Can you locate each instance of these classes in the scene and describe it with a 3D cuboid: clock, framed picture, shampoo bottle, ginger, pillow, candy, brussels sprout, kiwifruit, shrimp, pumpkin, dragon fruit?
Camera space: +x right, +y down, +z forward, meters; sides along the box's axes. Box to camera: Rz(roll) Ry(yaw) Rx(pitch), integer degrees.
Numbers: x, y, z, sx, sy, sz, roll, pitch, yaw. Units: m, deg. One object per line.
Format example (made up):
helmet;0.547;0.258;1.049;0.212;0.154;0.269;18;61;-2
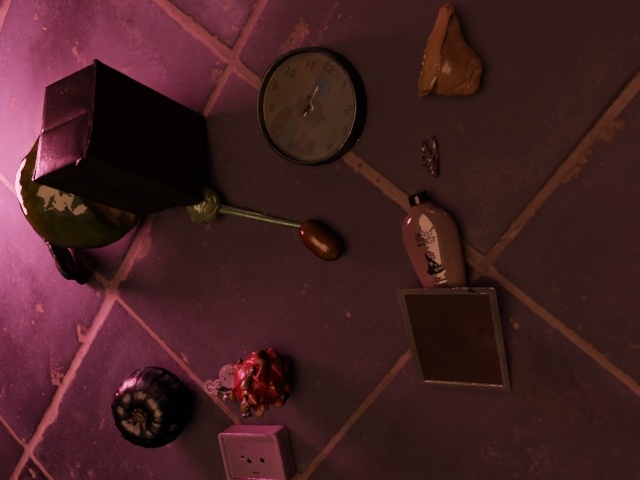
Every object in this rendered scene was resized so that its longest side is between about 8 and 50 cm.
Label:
clock;-0.174;0.587;1.611;0.197;0.063;0.150;-9;95;28
framed picture;0.294;0.216;1.292;0.216;0.016;0.273;-2;117;27
shampoo bottle;0.249;0.016;1.288;0.127;0.078;0.257;-17;92;32
ginger;0.278;-0.388;1.207;0.122;0.115;0.193;10;96;3
clock;-0.027;-0.314;1.385;0.280;0.055;0.281;5;102;26
pillow;-0.763;0.042;1.737;0.034;0.255;0.189;-31;88;-14
candy;-0.193;-0.069;1.512;0.335;0.093;0.092;12;147;16
brussels sprout;-0.663;-0.161;1.609;0.314;0.276;0.372;0;98;23
kiwifruit;0.000;0.000;1.414;0.124;0.075;0.075;43;115;9
shrimp;0.239;-0.183;1.291;0.038;0.029;0.092;0;93;35
clock;-0.265;0.399;1.637;0.129;0.041;0.087;-33;80;23
pumpkin;-0.488;0.481;1.694;0.233;0.163;0.233;2;99;15
dragon fruit;-0.157;0.367;1.503;0.160;0.172;0.167;30;112;19

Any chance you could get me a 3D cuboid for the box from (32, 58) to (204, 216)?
box;-0.476;-0.231;1.432;0.204;0.345;0.251;-12;71;31
